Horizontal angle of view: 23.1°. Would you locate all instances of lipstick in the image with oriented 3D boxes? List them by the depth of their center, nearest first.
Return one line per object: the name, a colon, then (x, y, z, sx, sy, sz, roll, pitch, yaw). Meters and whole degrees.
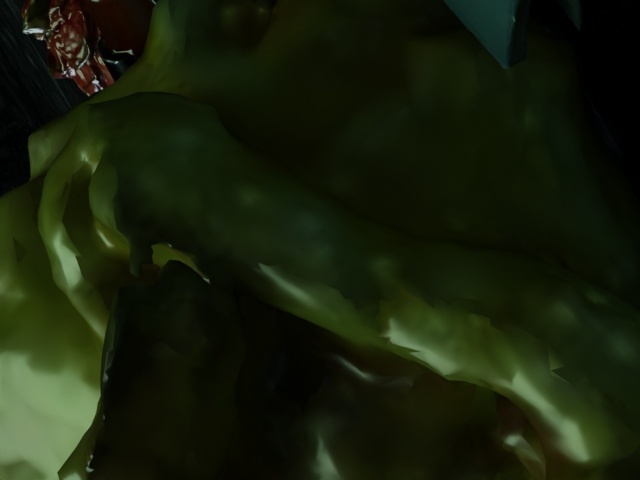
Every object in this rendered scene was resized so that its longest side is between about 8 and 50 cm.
lipstick: (-0.100, -0.090, 1.174, 0.081, 0.081, 0.300, 44, 165, 45)

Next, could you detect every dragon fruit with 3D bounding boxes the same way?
dragon fruit: (-0.196, -0.160, 1.271, 0.106, 0.083, 0.162, 23, 171, -5)

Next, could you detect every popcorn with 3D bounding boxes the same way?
popcorn: (0.020, 0.042, 0.632, 0.321, 0.325, 0.290, -49, 50, 54)

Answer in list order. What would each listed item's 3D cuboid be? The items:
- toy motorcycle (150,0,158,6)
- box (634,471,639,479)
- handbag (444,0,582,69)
toy motorcycle: (-0.132, -0.230, 0.824, 0.315, 0.113, 0.169, 48, 161, -10)
box: (0.189, 0.124, 0.395, 0.243, 0.163, 0.135, 55, 178, -9)
handbag: (0.027, -0.154, 0.418, 0.221, 0.057, 0.144, 78, 167, -64)
